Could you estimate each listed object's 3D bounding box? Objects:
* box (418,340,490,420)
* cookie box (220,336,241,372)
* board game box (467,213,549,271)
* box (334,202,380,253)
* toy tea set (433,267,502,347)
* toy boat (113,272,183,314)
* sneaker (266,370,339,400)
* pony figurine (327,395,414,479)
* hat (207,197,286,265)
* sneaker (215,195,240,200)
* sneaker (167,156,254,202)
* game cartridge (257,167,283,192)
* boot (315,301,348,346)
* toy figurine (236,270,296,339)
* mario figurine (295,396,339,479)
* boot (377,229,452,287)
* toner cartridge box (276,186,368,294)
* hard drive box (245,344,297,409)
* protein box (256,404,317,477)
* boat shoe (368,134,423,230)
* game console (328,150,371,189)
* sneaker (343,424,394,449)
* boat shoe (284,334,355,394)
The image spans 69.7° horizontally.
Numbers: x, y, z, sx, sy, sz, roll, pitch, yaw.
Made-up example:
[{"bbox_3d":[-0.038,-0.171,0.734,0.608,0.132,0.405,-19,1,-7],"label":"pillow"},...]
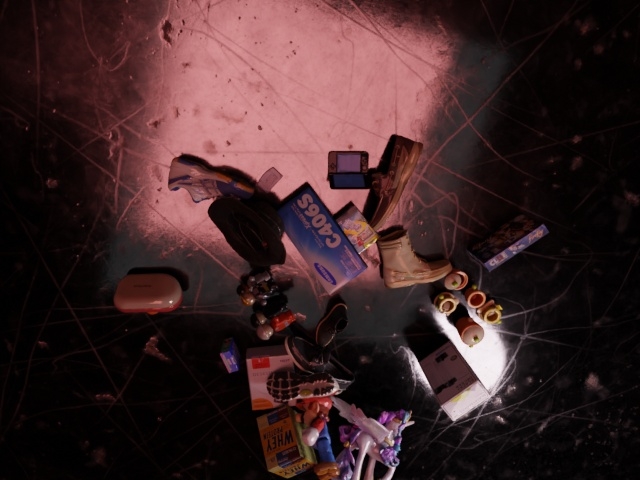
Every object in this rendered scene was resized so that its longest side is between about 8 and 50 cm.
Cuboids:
[{"bbox_3d":[0.501,0.525,1.753,0.169,0.290,0.087,-37,106,8],"label":"box"},{"bbox_3d":[-0.343,0.437,1.759,0.040,0.107,0.091,-20,107,2],"label":"cookie box"},{"bbox_3d":[0.675,0.003,1.674,0.243,0.165,0.042,-35,106,6],"label":"board game box"},{"bbox_3d":[0.079,-0.003,1.689,0.233,0.044,0.159,-38,105,8],"label":"box"},{"bbox_3d":[0.560,0.261,1.753,0.200,0.124,0.336,-42,110,9],"label":"toy tea set"},{"bbox_3d":[-0.618,0.213,1.672,0.232,0.150,0.151,-1,137,-3],"label":"toy boat"},{"bbox_3d":[-0.066,0.553,1.716,0.279,0.107,0.118,-2,152,17],"label":"sneaker"},{"bbox_3d":[0.175,0.776,1.788,0.351,0.303,0.363,33,77,-18],"label":"pony figurine"},{"bbox_3d":[-0.220,-0.057,1.571,0.331,0.331,0.134,47,59,-15],"label":"hat"},{"bbox_3d":[-0.313,-0.143,1.622,0.098,0.038,0.069,-24,106,4],"label":"sneaker"},{"bbox_3d":[-0.373,-0.180,1.565,0.297,0.112,0.130,20,99,5],"label":"sneaker"},{"bbox_3d":[-0.180,-0.215,1.622,0.056,0.017,0.083,42,100,-18],"label":"game cartridge"},{"bbox_3d":[0.041,0.341,1.743,0.077,0.137,0.197,21,105,-10],"label":"boot"},{"bbox_3d":[-0.207,0.229,1.651,0.148,0.213,0.209,-30,108,-9],"label":"toy figurine"},{"bbox_3d":[-0.033,0.720,1.722,0.170,0.320,0.198,12,130,-26],"label":"mario figurine"},{"bbox_3d":[0.349,0.054,1.705,0.262,0.095,0.203,-12,106,2],"label":"boot"},{"bbox_3d":[0.000,0.000,1.617,0.165,0.075,0.347,-36,88,9],"label":"toner cartridge box"},{"bbox_3d":[-0.191,0.537,1.811,0.181,0.089,0.231,-6,107,-3],"label":"hard drive box"},{"bbox_3d":[-0.130,0.786,1.794,0.136,0.201,0.199,-26,140,4],"label":"protein box"},{"bbox_3d":[0.234,-0.202,1.612,0.123,0.123,0.341,26,104,3],"label":"boat shoe"},{"bbox_3d":[0.101,-0.245,1.597,0.144,0.085,0.123,-1,107,-5],"label":"game console"},{"bbox_3d":[0.207,0.808,1.932,0.235,0.078,0.106,-2,103,-7],"label":"sneaker"},{"bbox_3d":[0.007,0.465,1.770,0.113,0.127,0.340,-32,110,27],"label":"boat shoe"}]
